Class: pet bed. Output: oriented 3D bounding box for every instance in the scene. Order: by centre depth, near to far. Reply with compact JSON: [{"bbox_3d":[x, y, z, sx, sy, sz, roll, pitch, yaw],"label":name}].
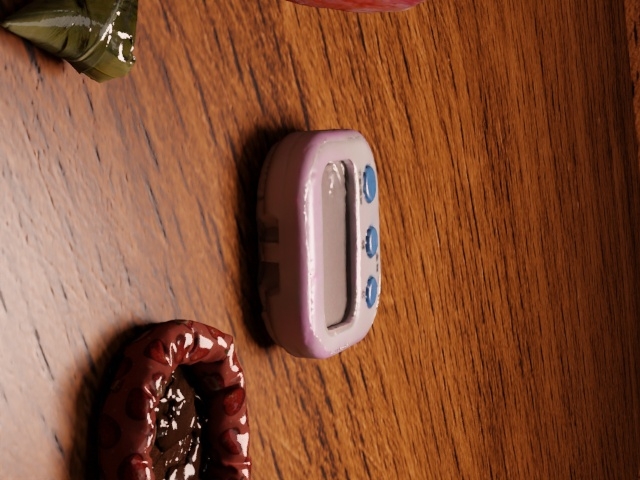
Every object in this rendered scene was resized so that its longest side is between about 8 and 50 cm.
[{"bbox_3d":[-0.108,0.155,1.034,0.201,0.054,0.201,-4,90,-66],"label":"pet bed"}]

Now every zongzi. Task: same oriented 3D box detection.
[{"bbox_3d":[-0.166,-0.169,0.893,0.113,0.052,0.104,21,64,-53],"label":"zongzi"}]

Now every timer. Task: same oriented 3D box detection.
[{"bbox_3d":[0.000,0.000,1.267,0.191,0.069,0.208,-16,107,-67],"label":"timer"}]

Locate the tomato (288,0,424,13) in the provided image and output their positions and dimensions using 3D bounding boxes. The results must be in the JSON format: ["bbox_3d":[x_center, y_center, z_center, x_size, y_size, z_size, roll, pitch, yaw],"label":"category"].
[{"bbox_3d":[-0.006,-0.297,1.023,0.170,0.309,0.309,-23,117,-29],"label":"tomato"}]
